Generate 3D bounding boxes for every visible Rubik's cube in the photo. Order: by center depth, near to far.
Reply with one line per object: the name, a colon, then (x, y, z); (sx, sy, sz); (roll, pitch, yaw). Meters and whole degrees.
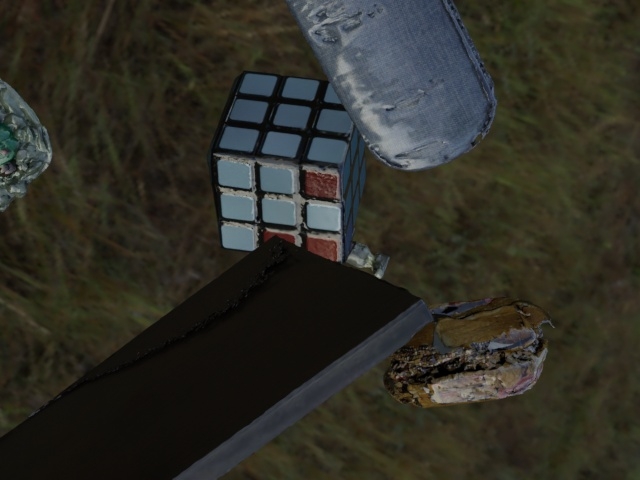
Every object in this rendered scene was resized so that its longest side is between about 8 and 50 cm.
Rubik's cube: (-0.036, -0.088, 1.514); (0.162, 0.163, 0.160); (90, 11, -46)

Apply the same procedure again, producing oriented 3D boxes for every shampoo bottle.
shampoo bottle: (0.000, 0.001, 1.825); (0.063, 0.208, 0.057); (-62, 171, -45)

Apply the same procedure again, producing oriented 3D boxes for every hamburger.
hamburger: (0.184, 0.141, 1.596); (0.231, 0.231, 0.106); (-18, 104, -54)

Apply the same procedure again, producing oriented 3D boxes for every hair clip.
hair clip: (-0.423, -0.051, 1.386); (0.321, 0.138, 0.091); (-37, -178, 39)

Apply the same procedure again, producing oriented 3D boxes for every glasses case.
glasses case: (0.033, -0.179, 0.928); (0.282, 0.109, 0.067); (60, 12, -18)

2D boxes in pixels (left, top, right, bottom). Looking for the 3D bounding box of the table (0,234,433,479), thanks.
table: (-0.038, 0.186, 0.595); (0.282, 0.196, 0.250); (-35, 107, -12)
